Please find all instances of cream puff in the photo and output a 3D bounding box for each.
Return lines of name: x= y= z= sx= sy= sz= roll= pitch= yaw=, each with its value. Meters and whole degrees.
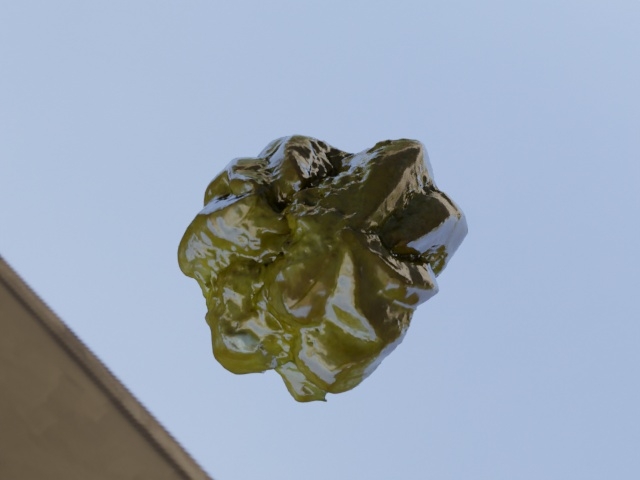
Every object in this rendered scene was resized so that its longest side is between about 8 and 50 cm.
cream puff: x=-0.001 y=-0.007 z=1.001 sx=0.274 sy=0.269 sz=0.323 roll=34 pitch=-132 yaw=3
